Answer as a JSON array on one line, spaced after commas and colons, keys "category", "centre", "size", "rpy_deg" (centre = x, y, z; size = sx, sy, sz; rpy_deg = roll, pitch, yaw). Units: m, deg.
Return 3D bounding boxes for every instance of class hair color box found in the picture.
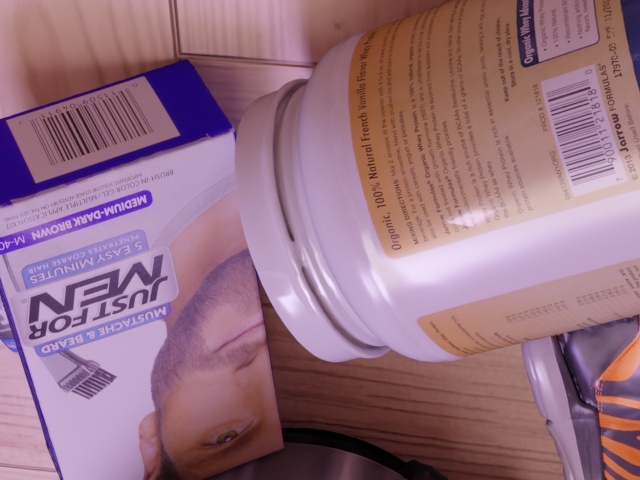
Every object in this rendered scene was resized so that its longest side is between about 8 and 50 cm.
[{"category": "hair color box", "centre": [-0.144, 0.049, 1.158], "size": [0.185, 0.110, 0.339], "rpy_deg": [-20, 135, -13]}]

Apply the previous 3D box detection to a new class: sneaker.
[{"category": "sneaker", "centre": [0.286, 0.158, 1.213], "size": [0.180, 0.125, 0.321], "rpy_deg": [-11, 129, 21]}]

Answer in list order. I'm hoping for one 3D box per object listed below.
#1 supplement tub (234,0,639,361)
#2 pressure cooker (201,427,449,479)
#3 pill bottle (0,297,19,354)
[{"category": "supplement tub", "centre": [0.126, -0.050, 0.982], "size": [0.316, 0.228, 0.228], "rpy_deg": [-16, 127, 24]}, {"category": "pressure cooker", "centre": [-0.024, 0.358, 1.270], "size": [0.370, 0.420, 0.375], "rpy_deg": [26, 106, -3]}, {"category": "pill bottle", "centre": [-0.242, 0.045, 1.241], "size": [0.078, 0.078, 0.137], "rpy_deg": [-19, 126, 26]}]
